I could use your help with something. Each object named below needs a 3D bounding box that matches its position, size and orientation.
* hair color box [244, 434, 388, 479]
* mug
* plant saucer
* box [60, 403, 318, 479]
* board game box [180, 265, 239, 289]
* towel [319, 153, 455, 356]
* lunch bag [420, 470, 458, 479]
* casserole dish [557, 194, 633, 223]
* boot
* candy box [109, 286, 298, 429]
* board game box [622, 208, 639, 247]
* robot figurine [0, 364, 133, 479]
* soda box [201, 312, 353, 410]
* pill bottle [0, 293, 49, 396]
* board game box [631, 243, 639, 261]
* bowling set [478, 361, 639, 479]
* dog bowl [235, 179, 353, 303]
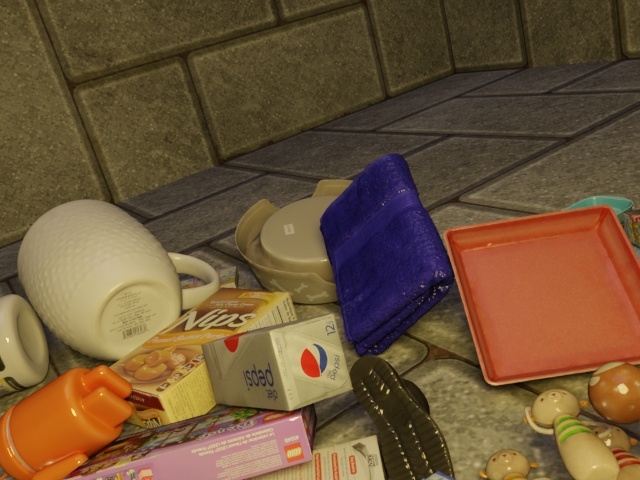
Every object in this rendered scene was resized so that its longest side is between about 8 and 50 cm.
[{"bbox_3d":[-0.004,0.294,0.745,0.167,0.053,0.093,-16,18,4],"label":"hair color box"},{"bbox_3d":[-0.389,0.089,1.310,0.374,0.276,0.328,-4,21,-36],"label":"mug"},{"bbox_3d":[0.328,0.078,0.907,0.259,0.048,0.258,-9,53,1],"label":"plant saucer"},{"bbox_3d":[-0.152,0.266,0.819,0.293,0.057,0.201,-16,-3,0],"label":"box"},{"bbox_3d":[-0.268,0.109,1.477,0.154,0.026,0.103,-16,19,0],"label":"board game box"},{"bbox_3d":[0.092,0.015,1.073,0.228,0.076,0.308,-50,37,30],"label":"towel"},{"bbox_3d":[0.111,0.296,0.591,0.129,0.096,0.151,-25,31,-24],"label":"lunch bag"},{"bbox_3d":[0.534,-0.041,1.265,0.188,0.037,0.114,-25,22,-23],"label":"casserole dish"},{"bbox_3d":[0.124,0.237,0.782,0.077,0.137,0.198,-34,55,14],"label":"boot"},{"bbox_3d":[-0.204,0.195,1.107,0.183,0.087,0.316,1,27,39],"label":"candy box"},{"bbox_3d":[0.594,-0.010,1.022,0.194,0.060,0.194,-6,22,28],"label":"board game box"},{"bbox_3d":[-0.384,0.274,0.939,0.219,0.158,0.128,-32,-13,7],"label":"robot figurine"},{"bbox_3d":[-0.071,0.166,0.859,0.091,0.098,0.286,-12,-5,-28],"label":"soda box"},{"bbox_3d":[-0.726,0.239,1.234,0.334,0.188,0.188,-17,20,-7],"label":"pill bottle"},{"bbox_3d":[0.637,0.001,1.086,0.281,0.027,0.145,-26,21,-27],"label":"board game box"},{"bbox_3d":[0.299,0.180,0.626,0.287,0.200,0.154,-11,19,3],"label":"bowling set"},{"bbox_3d":[0.000,0.000,1.350,0.348,0.102,0.349,-7,34,4],"label":"dog bowl"}]
